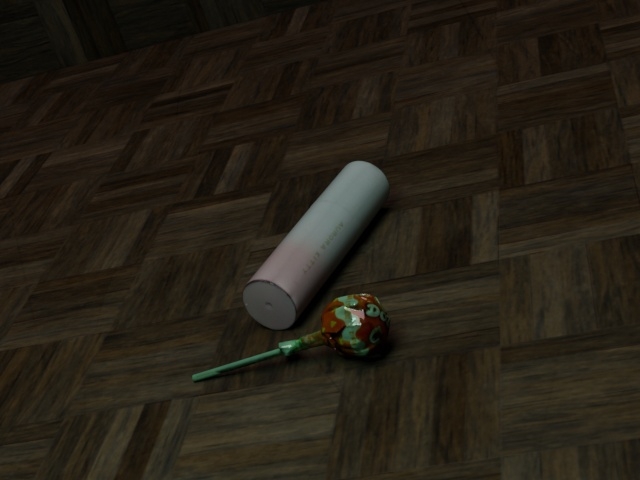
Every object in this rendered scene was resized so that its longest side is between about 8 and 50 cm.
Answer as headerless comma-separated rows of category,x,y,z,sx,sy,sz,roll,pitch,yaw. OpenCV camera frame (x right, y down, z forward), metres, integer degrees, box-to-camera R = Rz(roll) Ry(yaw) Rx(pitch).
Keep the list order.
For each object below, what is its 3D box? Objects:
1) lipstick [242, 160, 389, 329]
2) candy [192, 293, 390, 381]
lipstick,0.000,0.000,1.629,0.087,0.087,0.327,0,34,32
candy,-0.042,0.144,1.438,0.288,0.078,0.084,-21,63,18
